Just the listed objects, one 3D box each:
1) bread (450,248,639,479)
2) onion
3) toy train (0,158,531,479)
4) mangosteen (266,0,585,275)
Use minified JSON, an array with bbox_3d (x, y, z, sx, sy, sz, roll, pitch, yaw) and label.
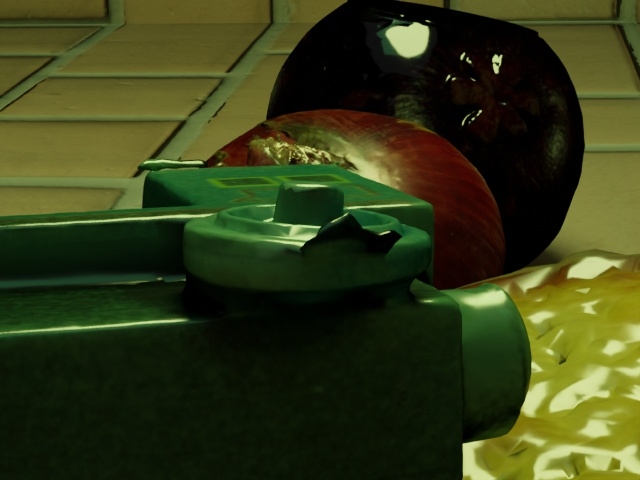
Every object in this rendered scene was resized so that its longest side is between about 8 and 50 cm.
[{"bbox_3d":[0.113,0.148,0.570,0.398,0.215,0.398,-12,19,4],"label":"bread"},{"bbox_3d":[0.003,0.008,1.095,0.248,0.248,0.161,-1,-18,1],"label":"onion"},{"bbox_3d":[-0.098,0.037,0.460,0.298,0.120,0.194,-3,11,-18],"label":"toy train"},{"bbox_3d":[0.076,-0.085,1.327,0.288,0.233,0.287,3,15,-1],"label":"mangosteen"}]
